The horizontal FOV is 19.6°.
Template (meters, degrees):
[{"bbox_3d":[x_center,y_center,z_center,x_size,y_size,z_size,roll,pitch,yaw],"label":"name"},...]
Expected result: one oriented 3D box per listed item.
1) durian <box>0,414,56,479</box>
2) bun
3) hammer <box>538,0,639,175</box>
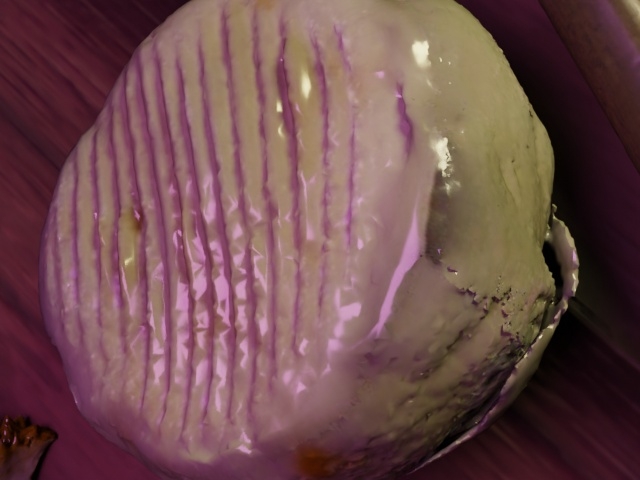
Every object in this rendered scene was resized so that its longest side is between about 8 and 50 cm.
[{"bbox_3d":[-0.215,0.244,0.922,0.172,0.167,0.306,140,126,-59],"label":"durian"},{"bbox_3d":[0.000,0.000,0.781,0.239,0.141,0.239,-9,75,37],"label":"bun"},{"bbox_3d":[0.098,-0.130,0.785,0.168,0.044,0.439,-38,66,28],"label":"hammer"}]
